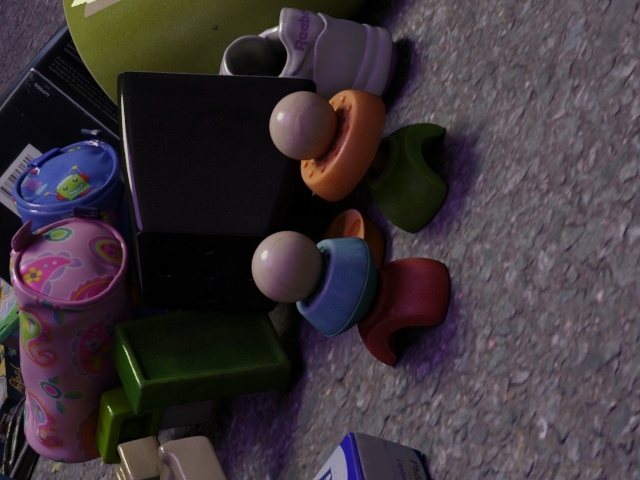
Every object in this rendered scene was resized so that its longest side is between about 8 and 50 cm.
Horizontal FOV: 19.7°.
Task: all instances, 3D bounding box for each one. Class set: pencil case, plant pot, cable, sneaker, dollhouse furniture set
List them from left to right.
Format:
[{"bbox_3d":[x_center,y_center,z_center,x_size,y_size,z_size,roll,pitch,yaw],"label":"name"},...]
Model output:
[{"bbox_3d":[-0.421,0.332,2.363,0.139,0.072,0.287,32,100,61],"label":"cable"},{"bbox_3d":[-0.245,0.099,1.831,0.284,0.124,0.124,94,176,-49],"label":"pencil case"},{"bbox_3d":[-0.237,0.034,1.948,0.133,0.119,0.306,42,153,45],"label":"pencil case"},{"bbox_3d":[-0.102,-0.034,1.749,0.188,0.187,0.167,93,180,-55],"label":"plant pot"},{"bbox_3d":[-0.091,0.234,1.734,0.198,0.151,0.301,104,149,-43],"label":"dollhouse furniture set"},{"bbox_3d":[-0.072,-0.281,1.918,0.293,0.274,0.275,-23,49,41],"label":"plant pot"},{"bbox_3d":[-0.052,-0.144,1.854,0.305,0.152,0.114,-43,37,49],"label":"sneaker"}]

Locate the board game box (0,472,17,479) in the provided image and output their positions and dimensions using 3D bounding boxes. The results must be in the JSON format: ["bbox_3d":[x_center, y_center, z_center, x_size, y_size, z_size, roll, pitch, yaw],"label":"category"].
[{"bbox_3d":[-0.352,0.296,1.856,0.302,0.308,0.086,-5,62,47],"label":"board game box"}]

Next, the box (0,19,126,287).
[{"bbox_3d":[-0.271,-0.138,2.125,0.296,0.182,0.294,-42,12,40],"label":"box"}]

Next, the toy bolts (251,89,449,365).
[{"bbox_3d":[0.000,0.000,1.606,0.218,0.158,0.228,-50,30,38],"label":"toy bolts"}]

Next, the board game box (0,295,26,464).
[{"bbox_3d":[-0.458,0.212,2.582,0.165,0.042,0.243,-58,26,24],"label":"board game box"}]

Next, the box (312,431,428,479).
[{"bbox_3d":[0.027,0.244,1.454,0.137,0.072,0.126,-55,27,28],"label":"box"}]

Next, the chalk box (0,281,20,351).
[{"bbox_3d":[-0.313,0.069,2.271,0.132,0.132,0.213,-40,37,49],"label":"chalk box"}]
